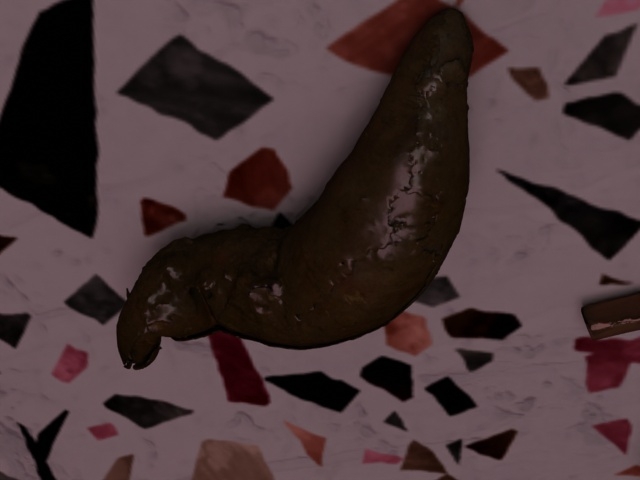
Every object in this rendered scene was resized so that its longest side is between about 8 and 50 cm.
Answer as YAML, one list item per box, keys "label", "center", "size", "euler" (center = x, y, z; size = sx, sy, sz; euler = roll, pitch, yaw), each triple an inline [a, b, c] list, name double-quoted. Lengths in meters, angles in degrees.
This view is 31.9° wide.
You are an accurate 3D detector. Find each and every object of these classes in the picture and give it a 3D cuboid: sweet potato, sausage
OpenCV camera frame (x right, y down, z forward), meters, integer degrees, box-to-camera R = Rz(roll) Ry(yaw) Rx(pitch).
- label: "sweet potato"
  center: [0.001, 0.003, 0.685]
  size: [0.310, 0.098, 0.124]
  euler: [-37, 108, 27]
- label: "sausage"
  center: [0.229, 0.042, 0.726]
  size: [0.116, 0.026, 0.026]
  euler: [-14, 125, 17]
